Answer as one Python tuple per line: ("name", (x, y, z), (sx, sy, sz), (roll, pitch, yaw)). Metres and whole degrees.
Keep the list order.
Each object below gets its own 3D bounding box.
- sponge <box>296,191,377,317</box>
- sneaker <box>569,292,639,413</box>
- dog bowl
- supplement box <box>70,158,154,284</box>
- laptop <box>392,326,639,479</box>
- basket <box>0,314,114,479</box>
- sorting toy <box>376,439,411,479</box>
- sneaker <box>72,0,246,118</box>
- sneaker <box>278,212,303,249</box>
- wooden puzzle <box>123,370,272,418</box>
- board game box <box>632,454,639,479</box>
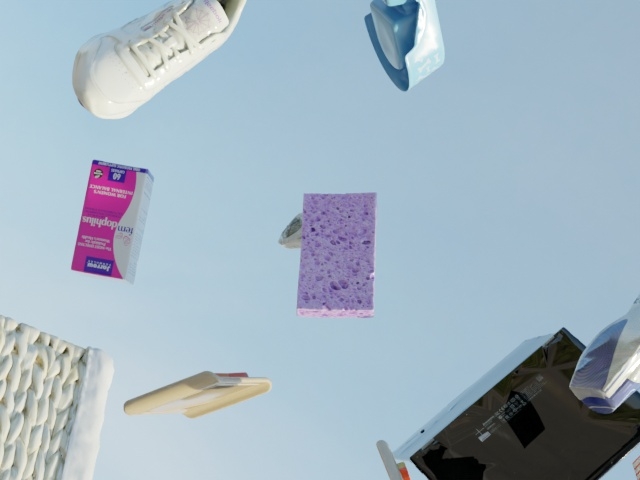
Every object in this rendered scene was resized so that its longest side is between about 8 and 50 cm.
("sponge", (0.027, 0.020, 1.840), (0.031, 0.117, 0.210), (86, 6, -60))
("sneaker", (0.546, 0.160, 1.849), (0.182, 0.315, 0.127), (44, -13, -15))
("dog bowl", (0.118, -0.374, 1.851), (0.166, 0.074, 0.297), (-124, -166, -52))
("supplement box", (-0.401, -0.034, 2.333), (0.114, 0.111, 0.220), (102, -2, -84))
("laptop", (0.366, 0.369, 2.251), (0.408, 0.382, 0.236), (44, -13, 36))
("basket", (-0.432, 0.276, 1.308), (0.328, 0.266, 0.331), (-42, -148, 35))
("sorting toy", (0.162, 0.479, 2.145), (0.193, 0.038, 0.208), (-114, -176, -66))
("sneaker", (-0.217, -0.275, 1.638), (0.152, 0.305, 0.114), (-27, -76, 47))
("sneaker", (0.000, 0.000, 2.576), (0.115, 0.090, 0.232), (43, -26, -24))
("wooden puzzle", (-0.244, 0.303, 2.407), (0.238, 0.221, 0.044), (22, 50, -61))
("board game box", (0.558, 0.393, 1.748), (0.147, 0.193, 0.045), (-92, -154, -48))
